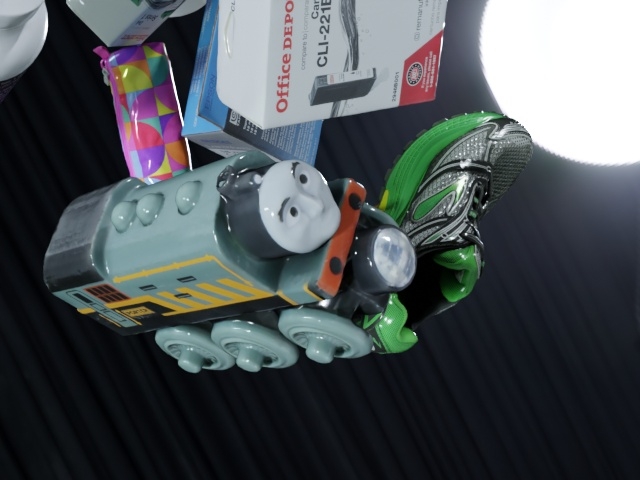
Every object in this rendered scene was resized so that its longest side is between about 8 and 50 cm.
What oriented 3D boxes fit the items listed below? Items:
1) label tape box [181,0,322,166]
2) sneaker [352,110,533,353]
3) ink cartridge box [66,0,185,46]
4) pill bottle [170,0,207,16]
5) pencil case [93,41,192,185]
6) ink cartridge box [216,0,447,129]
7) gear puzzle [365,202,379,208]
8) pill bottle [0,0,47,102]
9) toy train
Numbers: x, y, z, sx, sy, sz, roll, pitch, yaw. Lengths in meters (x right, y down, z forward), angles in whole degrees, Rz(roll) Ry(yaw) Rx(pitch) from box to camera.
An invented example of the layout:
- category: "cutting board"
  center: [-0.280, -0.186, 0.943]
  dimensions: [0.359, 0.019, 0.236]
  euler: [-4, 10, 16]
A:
- category: "label tape box"
  center: [-0.107, -0.247, 1.623]
  dimensions: [0.106, 0.241, 0.333]
  euler: [6, -8, 28]
- category: "sneaker"
  center: [0.127, -0.002, 1.181]
  dimensions: [0.146, 0.134, 0.343]
  euler: [18, 55, 38]
- category: "ink cartridge box"
  center: [-0.233, -0.378, 1.616]
  dimensions: [0.219, 0.092, 0.160]
  euler: [-41, 2, 13]
- category: "pill bottle"
  center: [-0.270, -0.537, 1.941]
  dimensions: [0.210, 0.210, 0.363]
  euler: [-26, 40, 8]
- category: "pencil case"
  center: [-0.252, -0.171, 1.649]
  dimensions: [0.104, 0.236, 0.104]
  euler: [-14, 8, 2]
- category: "ink cartridge box"
  center: [0.016, -0.264, 1.430]
  dimensions: [0.273, 0.197, 0.114]
  euler: [-13, 32, -30]
- category: "gear puzzle"
  center: [0.000, 0.000, 1.725]
  dimensions: [0.339, 0.044, 0.175]
  euler: [-24, 5, 10]
- category: "pill bottle"
  center: [-0.421, -0.220, 1.268]
  dimensions: [0.181, 0.181, 0.323]
  euler: [-27, -5, -43]
- category: "toy train"
  center: [-0.082, 0.018, 0.943]
  dimensions: [0.334, 0.190, 0.142]
  euler: [-12, 53, 47]
